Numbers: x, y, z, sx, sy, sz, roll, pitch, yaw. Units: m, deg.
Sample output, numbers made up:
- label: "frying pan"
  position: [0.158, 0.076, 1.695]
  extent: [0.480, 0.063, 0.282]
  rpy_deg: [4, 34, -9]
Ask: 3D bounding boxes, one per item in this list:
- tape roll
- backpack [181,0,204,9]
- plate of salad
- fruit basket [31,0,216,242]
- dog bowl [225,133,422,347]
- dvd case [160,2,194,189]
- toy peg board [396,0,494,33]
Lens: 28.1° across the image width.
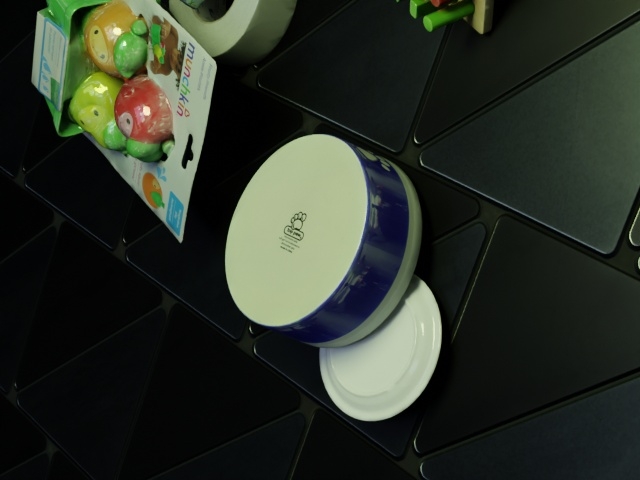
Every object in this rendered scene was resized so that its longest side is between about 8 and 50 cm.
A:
- label: "tape roll"
  position: [-0.131, -0.371, 1.895]
  extent: [0.219, 0.072, 0.219]
  rpy_deg: [-7, 81, 45]
- label: "backpack"
  position: [-0.195, -0.400, 1.837]
  extent: [0.084, 0.105, 0.114]
  rpy_deg: [-38, 56, 20]
- label: "plate of salad"
  position: [0.080, 0.133, 1.634]
  extent: [0.200, 0.048, 0.200]
  rpy_deg: [-17, 64, 38]
- label: "fruit basket"
  position: [-0.284, -0.217, 1.851]
  extent: [0.353, 0.165, 0.327]
  rpy_deg: [51, 141, 33]
- label: "dog bowl"
  position: [0.000, 0.000, 1.654]
  extent: [0.265, 0.104, 0.265]
  rpy_deg: [-21, 59, 39]
- label: "dvd case"
  position: [-0.229, -0.214, 1.948]
  extent: [0.179, 0.029, 0.239]
  rpy_deg: [53, 141, 36]
- label: "toy peg board"
  position: [0.135, -0.345, 1.555]
  extent: [0.161, 0.079, 0.161]
  rpy_deg: [50, 158, 35]
